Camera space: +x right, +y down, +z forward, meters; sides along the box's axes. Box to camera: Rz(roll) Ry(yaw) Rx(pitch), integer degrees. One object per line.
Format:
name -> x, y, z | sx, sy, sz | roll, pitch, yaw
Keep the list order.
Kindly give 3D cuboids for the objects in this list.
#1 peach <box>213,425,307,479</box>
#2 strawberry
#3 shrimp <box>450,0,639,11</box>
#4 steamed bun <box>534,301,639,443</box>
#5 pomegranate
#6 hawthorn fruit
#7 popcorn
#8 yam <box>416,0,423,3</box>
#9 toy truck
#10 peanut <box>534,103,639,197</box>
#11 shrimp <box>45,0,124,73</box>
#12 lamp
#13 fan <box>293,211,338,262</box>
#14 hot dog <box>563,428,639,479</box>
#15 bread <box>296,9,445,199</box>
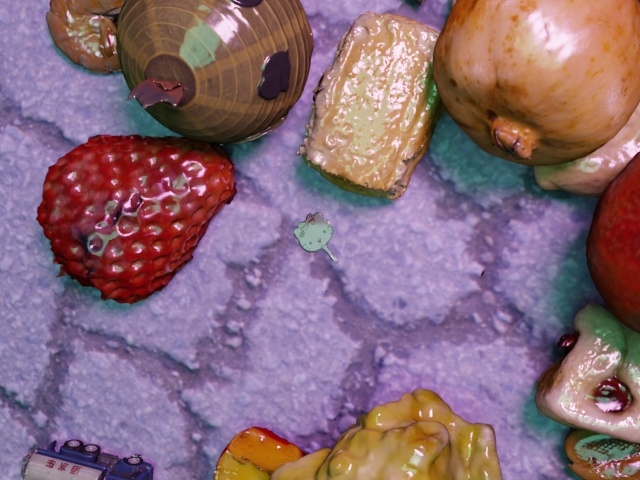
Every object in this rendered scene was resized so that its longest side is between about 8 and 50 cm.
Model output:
peach -> -0.089, 0.355, 0.887 | 0.151, 0.118, 0.151 | -7, 104, -27
strawberry -> -0.274, -0.029, 0.867 | 0.281, 0.150, 0.253 | 2, 97, 12
shrimp -> 0.332, -0.362, 0.763 | 0.233, 0.071, 0.365 | 43, 103, -3
steamed bun -> 0.372, 0.159, 0.772 | 0.172, 0.141, 0.155 | 8, 93, 13
pomegranate -> 0.244, -0.196, 0.675 | 0.248, 0.248, 0.248 | 1, 96, 10
hawthorn fruit -> 0.438, 0.016, 0.672 | 0.254, 0.300, 0.253 | -13, 66, 31
popcorn -> 0.103, 0.355, 0.773 | 0.313, 0.312, 0.312 | 1, 96, 10
yam -> 0.101, -0.376, 0.808 | 0.132, 0.054, 0.054 | 40, 101, 4
toy truck -> -0.373, 0.373, 0.955 | 0.202, 0.088, 0.074 | 11, 96, 9
peanut -> 0.385, -0.124, 0.761 | 0.229, 0.098, 0.103 | -34, 52, 12
shrimp -> -0.276, -0.336, 0.880 | 0.267, 0.061, 0.145 | -19, 101, 9
lamp -> -0.144, -0.233, 0.750 | 0.250, 0.284, 0.250 | 12, 128, 16
fan -> 0.000, 0.000, 0.889 | 0.056, 0.004, 0.083 | -41, 87, 11
hot dog -> 0.407, 0.286, 0.817 | 0.140, 0.060, 0.089 | -19, 79, 19
bread -> 0.077, -0.181, 0.798 | 0.174, 0.121, 0.245 | 21, 95, -2
